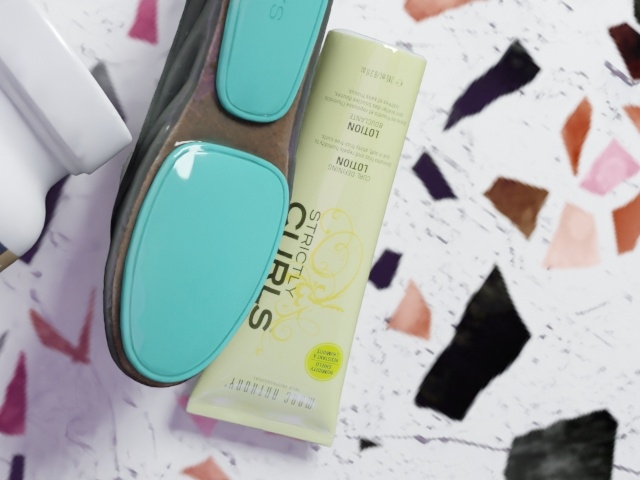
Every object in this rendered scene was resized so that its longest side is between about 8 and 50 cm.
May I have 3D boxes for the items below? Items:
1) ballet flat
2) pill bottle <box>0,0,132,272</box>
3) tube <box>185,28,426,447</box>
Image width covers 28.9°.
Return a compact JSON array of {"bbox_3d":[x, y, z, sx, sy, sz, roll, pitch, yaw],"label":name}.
[{"bbox_3d":[-0.057,-0.058,0.690,0.095,0.096,0.281,21,86,-28],"label":"ballet flat"},{"bbox_3d":[-0.237,-0.023,0.627,0.264,0.153,0.153,-37,100,-6],"label":"pill bottle"},{"bbox_3d":[0.000,0.000,0.727,0.070,0.062,0.240,21,97,28],"label":"tube"}]
